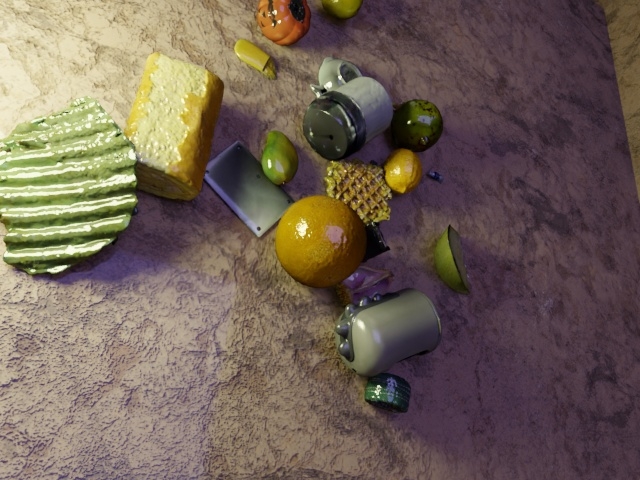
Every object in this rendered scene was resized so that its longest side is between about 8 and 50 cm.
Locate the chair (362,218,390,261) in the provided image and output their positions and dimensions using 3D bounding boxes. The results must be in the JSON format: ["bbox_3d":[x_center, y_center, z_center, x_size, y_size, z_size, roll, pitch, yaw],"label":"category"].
[{"bbox_3d":[0.144,0.003,1.548,0.106,0.113,0.229,66,13,7],"label":"chair"}]

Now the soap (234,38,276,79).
[{"bbox_3d":[-0.211,-0.613,1.695,0.168,0.033,0.089,27,63,-20],"label":"soap"}]

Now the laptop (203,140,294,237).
[{"bbox_3d":[-0.220,-0.160,1.530,0.269,0.015,0.188,48,56,-7],"label":"laptop"}]

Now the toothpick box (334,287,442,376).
[{"bbox_3d":[0.179,0.263,1.479,0.316,0.229,0.229,-13,79,-33],"label":"toothpick box"}]

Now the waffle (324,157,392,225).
[{"bbox_3d":[0.130,-0.166,1.699,0.245,0.052,0.255,2,70,-23],"label":"waffle"}]

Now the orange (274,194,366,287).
[{"bbox_3d":[0.000,0.000,1.450,0.274,0.274,0.275,11,67,-27],"label":"orange"}]

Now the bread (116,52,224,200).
[{"bbox_3d":[-0.404,-0.312,1.388,0.236,0.165,0.376,16,64,-23],"label":"bread"}]

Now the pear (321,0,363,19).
[{"bbox_3d":[0.080,-0.920,1.919,0.161,0.149,0.149,10,66,-8],"label":"pear"}]

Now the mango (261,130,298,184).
[{"bbox_3d":[-0.122,-0.258,1.577,0.122,0.085,0.191,26,54,-23],"label":"mango"}]

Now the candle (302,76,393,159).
[{"bbox_3d":[0.111,-0.426,1.702,0.342,0.221,0.221,-41,94,-35],"label":"candle"}]

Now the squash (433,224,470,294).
[{"bbox_3d":[0.486,0.060,1.782,0.203,0.155,0.237,2,70,-28],"label":"squash"}]

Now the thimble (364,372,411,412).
[{"bbox_3d":[0.199,0.448,1.483,0.135,0.118,0.090,26,62,-17],"label":"thimble"}]

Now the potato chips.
[{"bbox_3d":[-0.611,-0.139,1.184,0.389,0.097,0.373,-33,88,-5],"label":"potato chips"}]

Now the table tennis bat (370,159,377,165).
[{"bbox_3d":[0.168,-0.189,1.766,0.130,0.019,0.221,26,62,-19],"label":"table tennis bat"}]

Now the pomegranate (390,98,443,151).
[{"bbox_3d":[0.335,-0.434,1.873,0.246,0.198,0.198,35,50,28],"label":"pomegranate"}]

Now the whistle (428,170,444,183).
[{"bbox_3d":[0.447,-0.247,1.949,0.083,0.029,0.033,20,79,-31],"label":"whistle"}]

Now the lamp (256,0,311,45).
[{"bbox_3d":[-0.131,-0.766,1.728,0.187,0.163,0.188,-2,92,-47],"label":"lamp"}]

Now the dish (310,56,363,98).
[{"bbox_3d":[0.083,-0.581,1.830,0.246,0.078,0.224,-33,92,-35],"label":"dish"}]

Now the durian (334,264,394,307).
[{"bbox_3d":[0.128,0.145,1.551,0.165,0.132,0.182,47,54,-17],"label":"durian"}]

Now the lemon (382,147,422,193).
[{"bbox_3d":[0.292,-0.251,1.790,0.142,0.142,0.187,21,57,-22],"label":"lemon"}]
